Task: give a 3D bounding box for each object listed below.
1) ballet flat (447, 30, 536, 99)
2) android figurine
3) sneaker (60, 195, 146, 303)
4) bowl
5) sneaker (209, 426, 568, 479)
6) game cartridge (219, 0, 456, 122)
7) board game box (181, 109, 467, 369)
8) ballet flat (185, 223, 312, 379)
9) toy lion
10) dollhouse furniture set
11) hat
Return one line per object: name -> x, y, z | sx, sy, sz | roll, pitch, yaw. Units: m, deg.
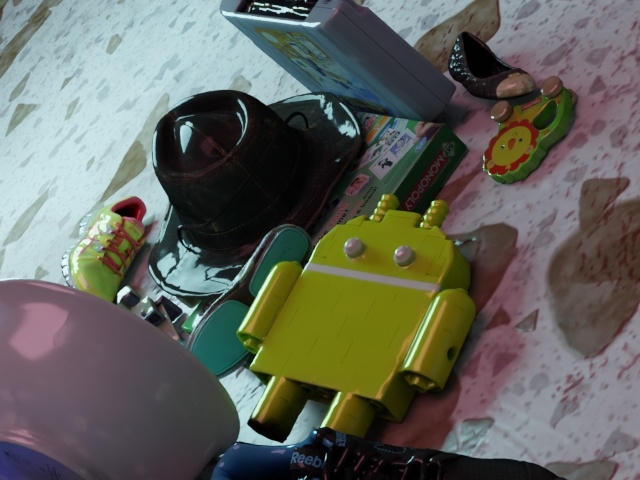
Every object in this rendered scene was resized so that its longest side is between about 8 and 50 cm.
ballet flat -> 0.175, -0.181, 1.638 | 0.057, 0.049, 0.173 | -10, 21, -17
android figurine -> 0.038, 0.073, 1.476 | 0.248, 0.056, 0.273 | 11, 64, 42
sneaker -> -0.271, 0.009, 2.014 | 0.094, 0.081, 0.208 | -33, 31, 23
bowl -> -0.237, 0.177, 1.510 | 0.298, 0.298, 0.134 | -14, 41, 47
sneaker -> 0.046, 0.217, 1.233 | 0.341, 0.139, 0.125 | -14, 40, 44
game cartridge -> 0.020, -0.207, 1.746 | 0.062, 0.198, 0.297 | -52, 27, -9
board game box -> 0.000, 0.000, 1.675 | 0.317, 0.046, 0.213 | -54, 27, -10
ballet flat -> -0.072, 0.067, 1.594 | 0.188, 0.070, 0.070 | -51, 28, -8
toy lion -> 0.204, -0.104, 1.538 | 0.100, 0.034, 0.096 | -26, 42, 35
dollhouse furniture set -> -0.158, 0.072, 1.786 | 0.114, 0.091, 0.081 | -40, 44, 9
hat -> -0.115, -0.088, 1.752 | 0.331, 0.134, 0.331 | -32, 33, 24
